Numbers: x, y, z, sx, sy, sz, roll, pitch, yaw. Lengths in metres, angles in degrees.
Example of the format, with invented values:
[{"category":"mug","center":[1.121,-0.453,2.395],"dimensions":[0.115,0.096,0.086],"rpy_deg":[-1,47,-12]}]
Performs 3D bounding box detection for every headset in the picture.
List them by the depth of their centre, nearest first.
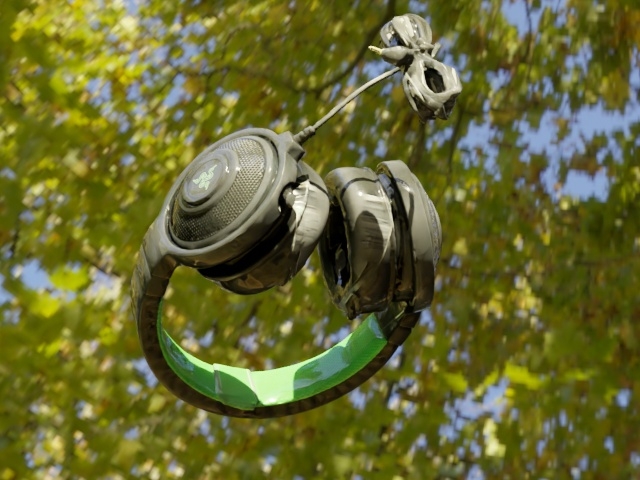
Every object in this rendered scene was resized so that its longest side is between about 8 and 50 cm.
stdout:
[{"category":"headset","center":[0.000,0.000,1.215],"dimensions":[0.243,0.185,0.394],"rpy_deg":[12,-61,-25]}]
